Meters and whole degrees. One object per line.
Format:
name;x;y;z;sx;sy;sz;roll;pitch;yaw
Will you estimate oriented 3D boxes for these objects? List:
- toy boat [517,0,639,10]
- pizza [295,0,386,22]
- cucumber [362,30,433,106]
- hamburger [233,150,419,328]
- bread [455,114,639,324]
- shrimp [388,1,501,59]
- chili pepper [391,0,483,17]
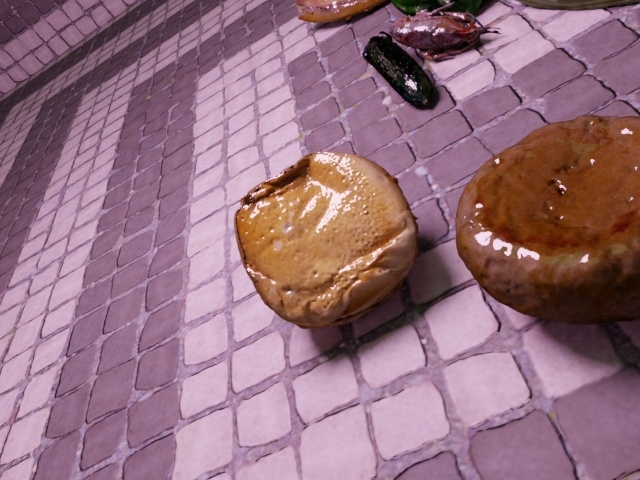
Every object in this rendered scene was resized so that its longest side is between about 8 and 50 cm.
toy boat;0.402;-0.381;0.891;0.093;0.055;0.293;-48;36;-15
pizza;0.084;-0.553;1.321;0.306;0.085;0.161;-16;57;23
cucumber;0.129;-0.290;1.013;0.067;0.067;0.245;-32;35;7
hamburger;0.011;-0.003;0.706;0.214;0.108;0.213;-1;80;7
bread;0.247;-0.015;0.567;0.230;0.123;0.230;-19;39;16
shrimp;0.204;-0.345;1.001;0.190;0.074;0.073;6;46;31
chili pepper;0.174;-0.553;1.109;0.213;0.167;0.384;-21;52;12
